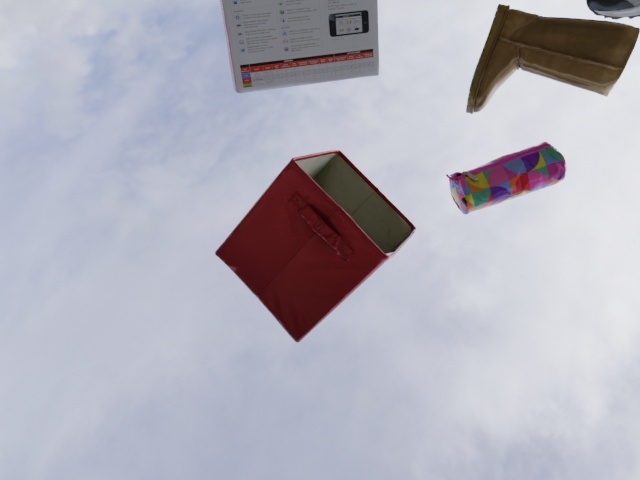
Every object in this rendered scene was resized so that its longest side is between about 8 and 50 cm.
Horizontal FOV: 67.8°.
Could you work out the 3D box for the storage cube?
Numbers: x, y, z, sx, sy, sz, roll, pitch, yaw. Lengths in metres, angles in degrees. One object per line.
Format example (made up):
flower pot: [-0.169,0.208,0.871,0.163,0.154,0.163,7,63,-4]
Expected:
storage cube: [0.000,0.000,0.719,0.183,0.215,0.193,46,-66,5]

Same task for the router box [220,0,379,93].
router box: [-0.043,-0.498,1.032,0.335,0.301,0.082,-10,-152,-10]

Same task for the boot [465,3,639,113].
boot: [0.462,-0.346,0.981,0.269,0.236,0.089,20,-153,12]

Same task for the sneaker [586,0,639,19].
sneaker: [0.512,-0.402,0.655,0.271,0.108,0.100,-11,-134,44]

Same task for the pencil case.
pencil case: [0.392,-0.133,1.015,0.236,0.104,0.104,-19,-123,2]
